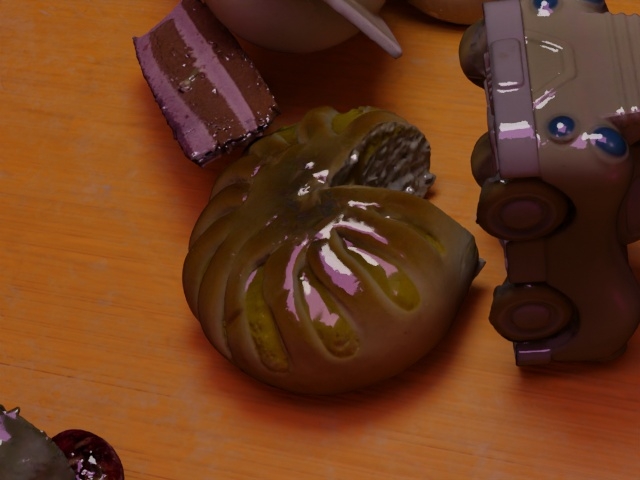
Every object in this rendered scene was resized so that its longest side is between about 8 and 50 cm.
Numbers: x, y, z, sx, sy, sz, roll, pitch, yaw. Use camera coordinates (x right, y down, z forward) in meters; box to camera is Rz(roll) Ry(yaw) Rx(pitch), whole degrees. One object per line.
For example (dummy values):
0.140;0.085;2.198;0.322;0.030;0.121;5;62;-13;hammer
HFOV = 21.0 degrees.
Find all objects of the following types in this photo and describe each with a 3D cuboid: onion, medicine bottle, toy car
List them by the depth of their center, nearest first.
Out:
0.255;-0.062;1.631;0.226;0.336;0.242;-7;51;6;toy car
-0.236;0.238;1.679;0.107;0.097;0.107;-12;69;32;onion
-0.038;-0.342;1.924;0.236;0.235;0.406;-20;32;-2;medicine bottle

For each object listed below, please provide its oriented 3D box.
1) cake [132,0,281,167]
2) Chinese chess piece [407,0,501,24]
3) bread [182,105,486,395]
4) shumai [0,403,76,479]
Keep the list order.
-0.120;-0.163;1.921;0.116;0.113;0.295;-32;33;1;cake
0.187;-0.375;2.029;0.257;0.104;0.257;-7;59;11;Chinese chess piece
0.000;0.000;1.760;0.333;0.160;0.333;-9;49;10;bread
-0.417;0.282;1.571;0.395;0.395;0.348;15;34;24;shumai
